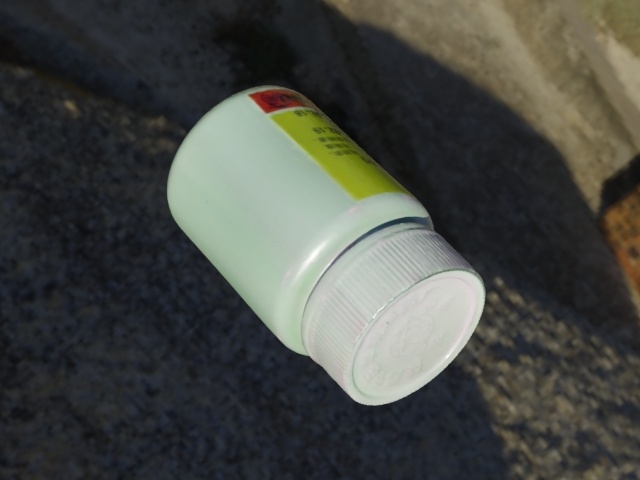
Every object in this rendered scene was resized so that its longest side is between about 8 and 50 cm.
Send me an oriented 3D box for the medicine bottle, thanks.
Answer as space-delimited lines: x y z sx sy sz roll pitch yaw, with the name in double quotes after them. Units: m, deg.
0.000 0.000 0.977 0.139 0.139 0.225 7 31 -48 "medicine bottle"
